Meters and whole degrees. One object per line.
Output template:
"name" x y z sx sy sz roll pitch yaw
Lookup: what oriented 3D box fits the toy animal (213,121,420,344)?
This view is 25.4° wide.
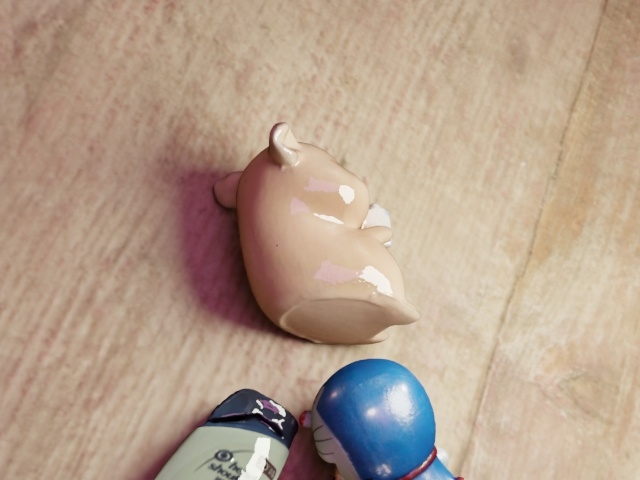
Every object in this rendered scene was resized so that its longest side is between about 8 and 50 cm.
"toy animal" 0.000 -0.004 1.825 0.213 0.195 0.256 2 63 -30

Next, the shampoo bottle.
"shampoo bottle" -0.150 0.331 1.663 0.134 0.078 0.359 31 55 -5

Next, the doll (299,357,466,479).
"doll" 0.087 0.270 1.764 0.257 0.161 0.215 63 24 -4
